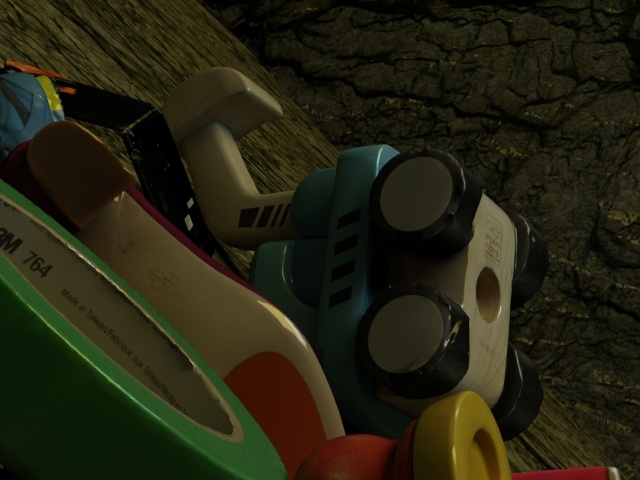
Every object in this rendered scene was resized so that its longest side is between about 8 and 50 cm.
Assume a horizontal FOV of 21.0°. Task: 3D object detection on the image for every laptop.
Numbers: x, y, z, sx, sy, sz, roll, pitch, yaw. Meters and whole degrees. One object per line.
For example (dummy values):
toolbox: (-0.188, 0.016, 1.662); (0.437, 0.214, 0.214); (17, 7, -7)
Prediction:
laptop: (-0.222, -0.067, 1.730); (0.234, 0.137, 0.264); (-76, 146, -79)

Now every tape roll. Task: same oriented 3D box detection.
tape roll: (-0.159, 0.069, 1.071); (0.321, 0.077, 0.321); (42, 3, -3)

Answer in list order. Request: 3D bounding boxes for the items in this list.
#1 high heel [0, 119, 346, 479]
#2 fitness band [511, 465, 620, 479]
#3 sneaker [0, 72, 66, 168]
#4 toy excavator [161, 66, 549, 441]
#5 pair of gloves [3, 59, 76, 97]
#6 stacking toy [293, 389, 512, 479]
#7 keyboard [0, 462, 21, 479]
high heel: (-0.111, 0.072, 1.331); (0.377, 0.127, 0.181); (57, -18, -1)
fitness band: (0.140, 0.223, 1.237); (0.209, 0.291, 0.054); (68, 18, -63)
sneaker: (-0.246, -0.059, 1.470); (0.082, 0.069, 0.209); (-7, 53, -31)
toy excavator: (0.000, 0.000, 1.845); (0.222, 0.445, 0.432); (34, 57, -54)
pair of gloves: (-0.279, -0.160, 1.712); (0.074, 0.010, 0.083); (15, 13, -14)
stacking toy: (0.051, 0.277, 1.031); (0.309, 0.130, 0.279); (-68, 142, -56)
keyboard: (-0.164, 0.152, 0.952); (0.108, 0.023, 0.180); (41, 11, -27)
